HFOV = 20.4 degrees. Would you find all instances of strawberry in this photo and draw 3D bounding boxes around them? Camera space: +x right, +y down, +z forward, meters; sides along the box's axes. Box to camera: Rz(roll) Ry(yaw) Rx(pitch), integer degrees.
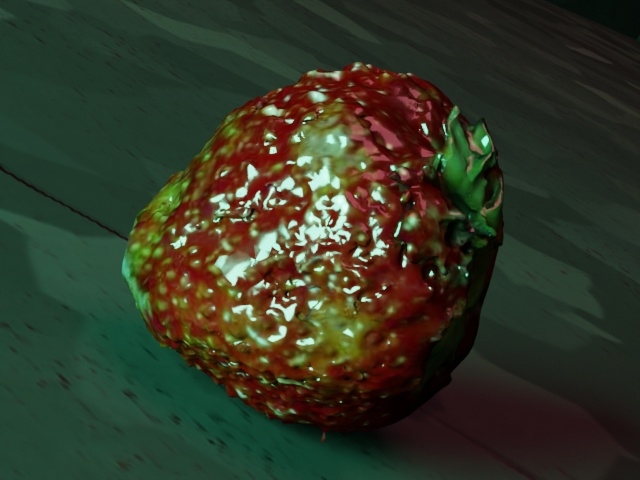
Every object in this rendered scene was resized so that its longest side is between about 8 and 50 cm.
[{"bbox_3d":[0.000,0.001,0.469,0.106,0.106,0.106,26,13,-7],"label":"strawberry"}]
